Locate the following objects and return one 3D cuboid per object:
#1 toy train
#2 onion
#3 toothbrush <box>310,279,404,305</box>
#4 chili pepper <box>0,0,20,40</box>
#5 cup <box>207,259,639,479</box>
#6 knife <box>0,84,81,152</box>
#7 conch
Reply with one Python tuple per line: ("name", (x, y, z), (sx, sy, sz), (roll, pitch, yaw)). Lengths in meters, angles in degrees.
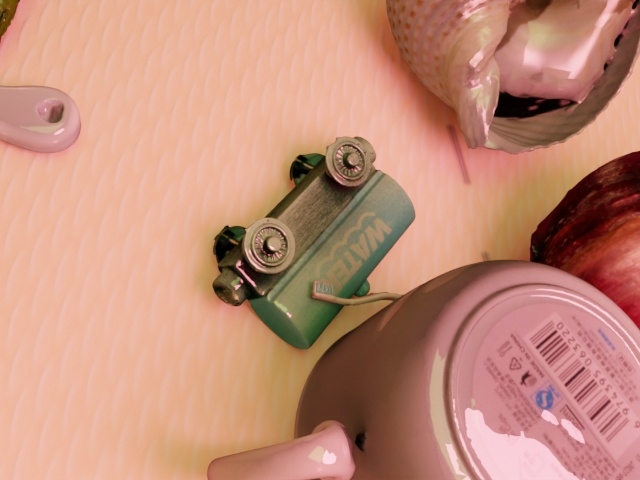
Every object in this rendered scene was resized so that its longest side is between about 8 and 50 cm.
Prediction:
("toy train", (0.000, 0.000, 0.713), (0.159, 0.101, 0.248), (49, 63, -12))
("onion", (0.422, 0.036, 0.662), (0.348, 0.385, 0.347), (29, 44, -32))
("toothbrush", (0.072, 0.064, 0.706), (0.204, 0.017, 0.022), (11, 78, -37))
("chili pepper", (-0.320, -0.356, 0.765), (0.085, 0.076, 0.359), (15, 63, 16))
("cup", (0.086, 0.165, 0.565), (0.357, 0.274, 0.259), (-5, 70, -20))
("knife", (-0.414, -0.158, 0.675), (0.331, 0.044, 0.080), (12, 66, -8))
("conch", (0.223, -0.271, 0.821), (0.303, 0.215, 0.319), (6, 99, -9))
